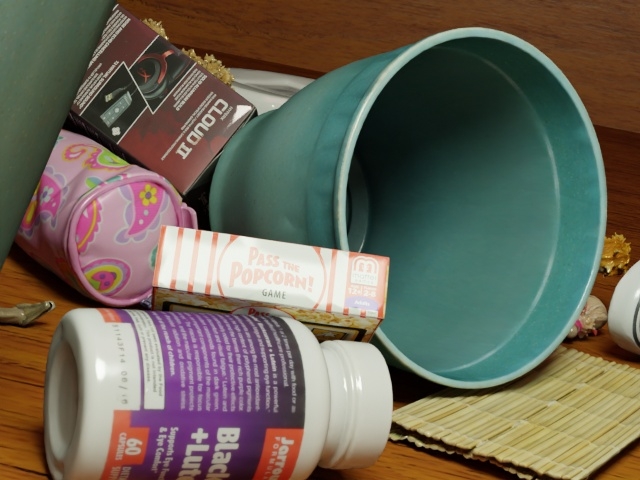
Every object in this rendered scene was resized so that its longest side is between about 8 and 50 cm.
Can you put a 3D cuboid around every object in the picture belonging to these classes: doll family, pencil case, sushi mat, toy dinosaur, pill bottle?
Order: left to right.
[{"bbox_3d":[-0.299,0.041,1.046,0.183,0.053,0.092,19,-1,4],"label":"toy dinosaur"},{"bbox_3d":[-0.222,-0.037,1.225,0.124,0.124,0.284,0,16,-36],"label":"pencil case"},{"bbox_3d":[-0.060,0.097,0.827,0.194,0.108,0.108,4,15,-24],"label":"pill bottle"},{"bbox_3d":[0.217,0.007,1.378,0.163,0.118,0.263,8,14,-10],"label":"doll family"},{"bbox_3d":[0.177,0.129,1.062,0.151,0.019,0.316,16,15,28],"label":"sushi mat"}]

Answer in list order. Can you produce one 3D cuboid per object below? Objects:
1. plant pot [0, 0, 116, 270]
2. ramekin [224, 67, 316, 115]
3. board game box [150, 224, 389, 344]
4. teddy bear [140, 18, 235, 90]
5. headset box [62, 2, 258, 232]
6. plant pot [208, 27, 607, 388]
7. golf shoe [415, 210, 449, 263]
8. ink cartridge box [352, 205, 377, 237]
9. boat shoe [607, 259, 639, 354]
[{"bbox_3d":[-0.275,-0.088,0.721,0.341,0.334,0.341,28,24,-14],"label":"plant pot"},{"bbox_3d":[-0.045,-0.124,1.699,0.277,0.135,0.277,9,14,-2],"label":"ramekin"},{"bbox_3d":[-0.043,0.054,0.937,0.147,0.045,0.193,9,-22,-6],"label":"board game box"},{"bbox_3d":[-0.212,-0.139,1.561,0.338,0.245,0.113,29,-20,45],"label":"teddy bear"},{"bbox_3d":[-0.173,-0.124,1.324,0.293,0.110,0.218,37,-8,8],"label":"headset box"},{"bbox_3d":[0.049,-0.027,1.136,0.272,0.271,0.255,0,1,-36],"label":"plant pot"},{"bbox_3d":[0.094,0.025,1.325,0.068,0.085,0.186,6,-9,-9],"label":"golf shoe"},{"bbox_3d":[0.000,0.000,1.314,0.123,0.088,0.052,7,16,-11],"label":"ink cartridge box"},{"bbox_3d":[0.396,0.075,1.286,0.301,0.108,0.102,9,10,-38],"label":"boat shoe"}]
